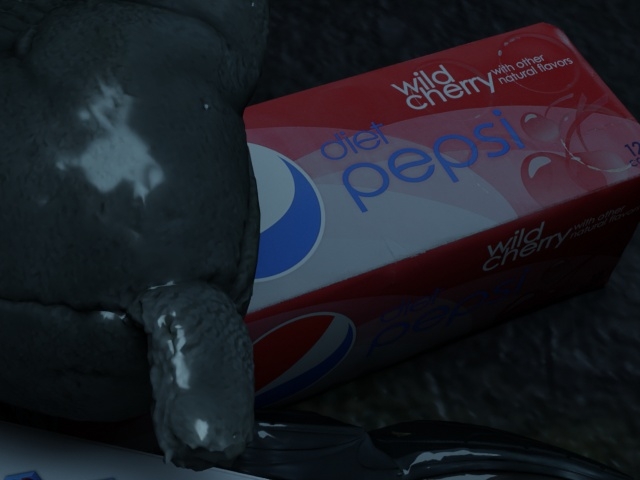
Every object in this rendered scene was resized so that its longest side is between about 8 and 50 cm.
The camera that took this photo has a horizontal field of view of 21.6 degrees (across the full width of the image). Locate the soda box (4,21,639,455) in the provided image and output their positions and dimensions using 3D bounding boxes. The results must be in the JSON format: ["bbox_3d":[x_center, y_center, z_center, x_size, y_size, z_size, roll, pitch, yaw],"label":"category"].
[{"bbox_3d":[0.000,0.000,0.648,0.263,0.083,0.092,-19,59,-25],"label":"soda box"}]

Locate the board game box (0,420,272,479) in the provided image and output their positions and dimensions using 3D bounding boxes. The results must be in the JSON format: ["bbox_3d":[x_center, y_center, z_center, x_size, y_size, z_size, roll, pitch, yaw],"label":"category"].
[{"bbox_3d":[-0.156,0.128,0.463,0.305,0.053,0.193,9,48,22],"label":"board game box"}]

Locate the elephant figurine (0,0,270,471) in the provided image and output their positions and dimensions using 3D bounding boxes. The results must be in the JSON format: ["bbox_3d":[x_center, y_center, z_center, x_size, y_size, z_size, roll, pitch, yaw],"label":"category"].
[{"bbox_3d":[-0.141,-0.025,0.481,0.240,0.186,0.169,8,77,-9],"label":"elephant figurine"}]

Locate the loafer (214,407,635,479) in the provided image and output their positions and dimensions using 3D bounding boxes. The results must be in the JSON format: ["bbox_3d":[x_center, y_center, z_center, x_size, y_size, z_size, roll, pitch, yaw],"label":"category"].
[{"bbox_3d":[0.034,0.097,0.607,0.170,0.062,0.061,7,90,-16],"label":"loafer"}]
